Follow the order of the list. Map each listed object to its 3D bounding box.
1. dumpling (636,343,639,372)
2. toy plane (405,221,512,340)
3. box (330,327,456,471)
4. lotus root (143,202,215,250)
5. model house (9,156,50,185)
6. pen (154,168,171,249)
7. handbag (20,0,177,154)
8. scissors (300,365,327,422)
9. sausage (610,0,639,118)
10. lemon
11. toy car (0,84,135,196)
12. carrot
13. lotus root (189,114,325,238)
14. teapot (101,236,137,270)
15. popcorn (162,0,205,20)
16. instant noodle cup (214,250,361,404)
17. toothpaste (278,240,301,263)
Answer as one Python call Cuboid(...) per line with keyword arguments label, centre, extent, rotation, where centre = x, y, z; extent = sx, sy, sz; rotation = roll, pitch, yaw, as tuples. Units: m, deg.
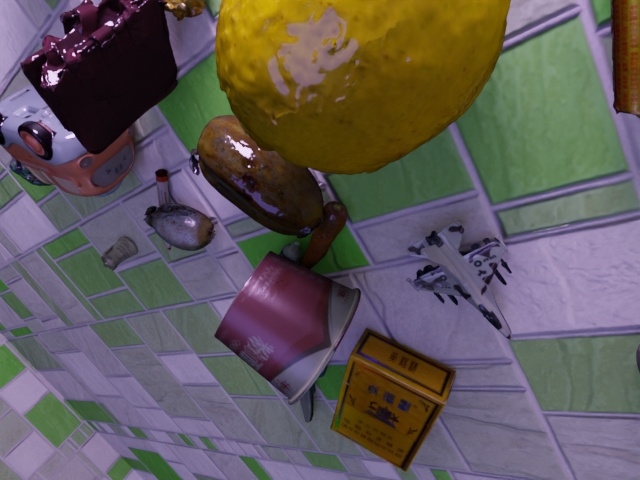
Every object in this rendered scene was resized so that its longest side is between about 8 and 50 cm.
Cuboid(label="dumpling", centre=(0.495, 0.158, 0.569), extent=(0.150, 0.092, 0.176), rotation=(-12, 112, 23))
Cuboid(label="toy plane", centre=(0.223, 0.060, 0.679), extent=(0.160, 0.082, 0.234), rotation=(-32, 118, 34))
Cuboid(label="box", centre=(0.139, 0.339, 0.938), extent=(0.192, 0.084, 0.302), rotation=(23, 133, 16))
Cuboid(label="lotus root", centre=(-0.291, -0.032, 0.919), extent=(0.165, 0.088, 0.088), rotation=(19, 133, 10))
Cuboid(label="model house", centre=(-0.639, -0.192, 1.020), extent=(0.100, 0.088, 0.100), rotation=(32, 137, 2))
Cuboid(label="pen", centre=(-0.335, -0.058, 0.973), extent=(0.026, 0.026, 0.218), rotation=(25, 134, 14))
Cuboid(label="handbag", centre=(-0.303, -0.246, 0.644), extent=(0.074, 0.203, 0.216), rotation=(37, 163, 0))
Cuboid(label="scissors", centre=(-0.039, 0.344, 1.089), extent=(0.138, 0.041, 0.289), rotation=(14, 126, 26))
Cuboid(label="sausage", centre=(0.274, -0.292, 0.361), extent=(0.082, 0.082, 0.372), rotation=(-2, 122, 34))
Cuboid(label="lemon", centre=(0.040, -0.207, 0.447), extent=(0.321, 0.268, 0.268), rotation=(-30, 106, 21))
Cuboid(label="toy car", centre=(-0.481, -0.188, 0.869), extent=(0.270, 0.180, 0.212), rotation=(17, 142, 22))
Cuboid(label="carrot", centre=(0.000, 0.000, 0.794), extent=(0.047, 0.047, 0.191), rotation=(34, 140, 5))
Cuboid(label="lotus root", centre=(-0.093, -0.102, 0.714), extent=(0.241, 0.123, 0.124), rotation=(38, 164, -1))
Cuboid(label="teapot", centre=(-0.507, 0.035, 1.118), extent=(0.067, 0.083, 0.057), rotation=(15, 135, 20))
Cuboid(label="popcorn", centre=(-0.193, -0.350, 0.628), extent=(0.082, 0.057, 0.083), rotation=(-35, 98, 38))
Cuboid(label="instant noodle cup", centre=(-0.063, 0.140, 0.795), extent=(0.178, 0.235, 0.235), rotation=(32, 136, -1))
Cuboid(label="toothpaste", centre=(-0.079, 0.061, 0.897), extent=(0.057, 0.034, 0.197), rotation=(48, 139, 14))
